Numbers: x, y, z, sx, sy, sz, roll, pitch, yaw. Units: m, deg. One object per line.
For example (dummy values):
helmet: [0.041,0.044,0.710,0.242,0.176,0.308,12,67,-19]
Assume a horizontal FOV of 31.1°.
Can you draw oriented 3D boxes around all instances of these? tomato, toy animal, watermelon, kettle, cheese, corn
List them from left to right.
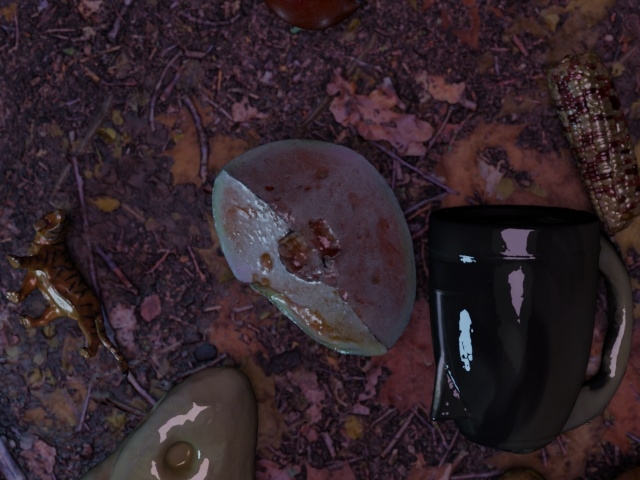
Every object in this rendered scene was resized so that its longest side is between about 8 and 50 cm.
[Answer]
toy animal: [-0.353,0.090,1.643,0.116,0.114,0.255,-39,96,-37]
cheese: [-0.158,0.383,1.622,0.351,0.129,0.328,-43,96,5]
tomato: [-0.011,-0.368,1.555,0.167,0.167,0.167,0,94,4]
watermelon: [-0.004,0.002,1.592,0.175,0.188,0.322,-23,101,50]
kettle: [0.290,0.123,1.547,0.320,0.228,0.324,-4,100,-27]
corn: [0.382,-0.134,1.569,0.086,0.086,0.253,-19,93,5]

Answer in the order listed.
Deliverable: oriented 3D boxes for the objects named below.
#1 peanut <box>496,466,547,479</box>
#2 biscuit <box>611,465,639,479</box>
peanut: [0.313,0.419,1.586,0.095,0.108,0.226,-33,79,14]
biscuit: [0.474,0.445,1.531,0.296,0.102,0.296,10,55,-15]
